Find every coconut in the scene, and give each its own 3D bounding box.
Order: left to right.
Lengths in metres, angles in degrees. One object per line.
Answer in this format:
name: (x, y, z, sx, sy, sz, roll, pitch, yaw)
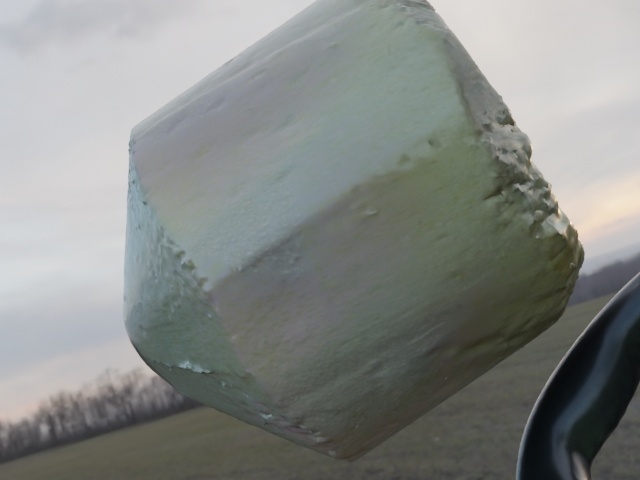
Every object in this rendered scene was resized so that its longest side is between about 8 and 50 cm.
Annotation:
coconut: (0.000, 0.000, 0.553, 0.244, 0.239, 0.239, -32, -9, 8)

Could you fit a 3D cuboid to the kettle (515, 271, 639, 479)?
kettle: (0.239, 0.105, 0.441, 0.324, 0.228, 0.321, -46, 40, -5)
